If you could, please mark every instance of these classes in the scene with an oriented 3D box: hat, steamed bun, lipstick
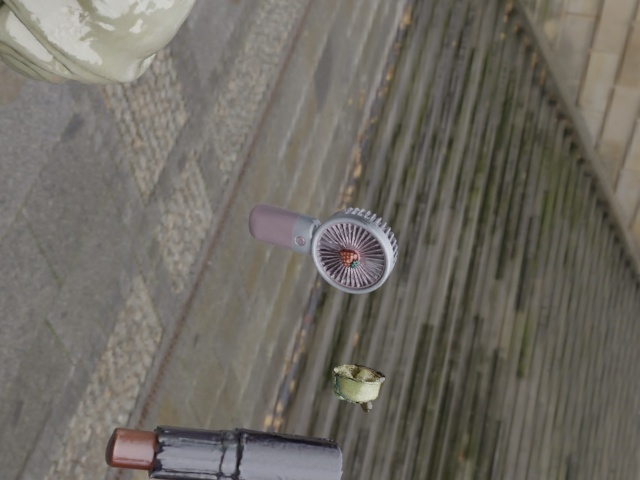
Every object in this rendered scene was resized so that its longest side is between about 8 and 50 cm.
[{"bbox_3d":[0.057,0.234,1.434,0.076,0.077,0.059,-2,108,-60],"label":"hat"},{"bbox_3d":[-0.347,-0.336,1.180,0.342,0.367,0.255,-59,170,-75],"label":"steamed bun"},{"bbox_3d":[-0.118,0.273,1.134,0.081,0.299,0.081,-169,-90,-75],"label":"lipstick"}]

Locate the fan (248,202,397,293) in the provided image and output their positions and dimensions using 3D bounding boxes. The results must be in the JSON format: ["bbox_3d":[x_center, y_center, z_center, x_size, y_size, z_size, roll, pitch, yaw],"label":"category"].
[{"bbox_3d":[0.000,0.000,1.401,0.074,0.244,0.130,-49,150,-54],"label":"fan"}]
